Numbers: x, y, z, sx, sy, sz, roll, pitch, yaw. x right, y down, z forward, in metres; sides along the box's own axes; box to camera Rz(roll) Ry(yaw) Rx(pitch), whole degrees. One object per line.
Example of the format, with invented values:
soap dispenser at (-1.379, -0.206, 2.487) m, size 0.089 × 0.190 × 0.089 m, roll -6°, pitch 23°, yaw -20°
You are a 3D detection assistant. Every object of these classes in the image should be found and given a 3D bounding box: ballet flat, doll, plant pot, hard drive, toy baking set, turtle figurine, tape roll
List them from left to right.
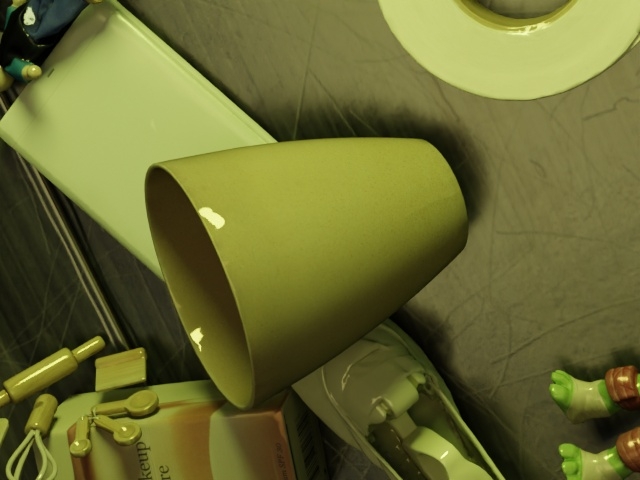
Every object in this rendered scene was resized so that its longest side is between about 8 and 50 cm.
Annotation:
doll at (-0.308, -0.223, 1.506) m, size 0.189 × 0.046 × 0.129 m, roll -38°, pitch 50°, yaw 31°
toy baking set at (-0.293, 0.191, 1.525) m, size 0.256 × 0.197 × 0.030 m, roll -28°, pitch 123°, yaw -16°
hard drive at (-0.183, -0.095, 1.538) m, size 0.307 × 0.040 × 0.203 m, roll 42°, pitch 109°, yaw 1°
plant pot at (0.000, 0.000, 1.400) m, size 0.274 × 0.256 × 0.256 m, roll -21°, pitch 100°, yaw -18°
ballet flat at (0.100, 0.197, 1.487) m, size 0.139 × 0.139 × 0.400 m, roll -37°, pitch 94°, yaw 19°
tape roll at (0.196, -0.281, 1.370) m, size 0.286 × 0.100 × 0.286 m, roll 3°, pitch 104°, yaw 12°
turtle figurine at (0.349, 0.144, 1.378) m, size 0.266 × 0.274 × 0.198 m, roll -23°, pitch 82°, yaw 26°

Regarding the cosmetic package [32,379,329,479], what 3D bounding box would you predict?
cosmetic package at (-0.153, 0.246, 1.568) m, size 0.296 × 0.129 × 0.153 m, roll -9°, pitch 102°, yaw 16°
